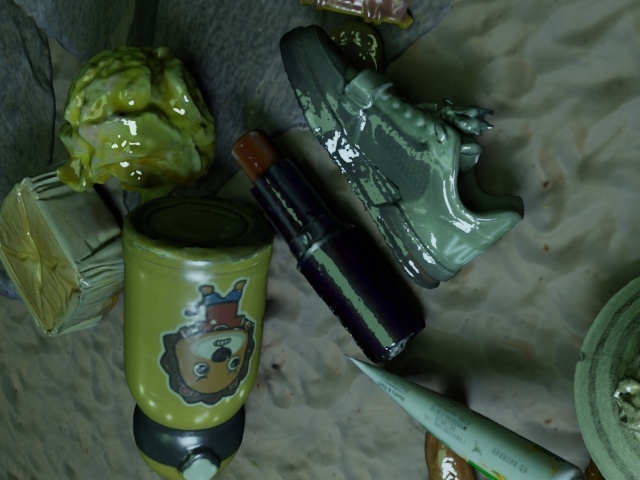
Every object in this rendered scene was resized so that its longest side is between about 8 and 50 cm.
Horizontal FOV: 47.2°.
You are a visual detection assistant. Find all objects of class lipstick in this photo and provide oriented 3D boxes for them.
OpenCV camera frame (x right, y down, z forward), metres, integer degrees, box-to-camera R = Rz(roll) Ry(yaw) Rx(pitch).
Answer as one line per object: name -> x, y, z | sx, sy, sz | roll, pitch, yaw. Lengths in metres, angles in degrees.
lipstick -> 0.000, 0.000, 0.809 | 0.300, 0.081, 0.081 | 52, 123, 12

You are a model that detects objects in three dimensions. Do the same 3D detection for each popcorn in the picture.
popcorn -> -0.220, -0.136, 0.877 | 0.167, 0.185, 0.188 | 32, 127, 42

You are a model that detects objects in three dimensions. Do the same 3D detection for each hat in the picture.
hat -> 0.299, 0.094, 0.527 | 0.251, 0.110, 0.252 | -17, 54, 25

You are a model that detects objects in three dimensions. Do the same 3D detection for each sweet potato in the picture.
sweet potato -> 0.139, 0.264, 0.787 | 0.055, 0.058, 0.202 | -141, 54, -74

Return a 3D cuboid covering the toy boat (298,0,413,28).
toy boat -> -0.032, -0.325, 0.763 | 0.318, 0.099, 0.141 | 38, 91, 22

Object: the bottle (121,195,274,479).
bottle -> -0.152, 0.135, 0.890 | 0.171, 0.171, 0.352 | 21, 118, 30

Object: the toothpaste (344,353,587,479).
toothpaste -> 0.140, 0.182, 0.695 | 0.314, 0.055, 0.058 | 23, 123, 51

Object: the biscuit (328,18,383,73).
biscuit -> 0.035, -0.163, 0.790 | 0.071, 0.018, 0.147 | 8, 106, 34

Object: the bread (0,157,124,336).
bread -> -0.367, 0.014, 1.050 | 0.210, 0.109, 0.192 | 54, 130, 14

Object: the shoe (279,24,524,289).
shoe -> 0.089, -0.107, 0.708 | 0.149, 0.109, 0.293 | -31, 91, 25

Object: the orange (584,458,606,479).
orange -> 0.345, 0.296, 0.629 | 0.274, 0.274, 0.310 | 18, 140, 31
